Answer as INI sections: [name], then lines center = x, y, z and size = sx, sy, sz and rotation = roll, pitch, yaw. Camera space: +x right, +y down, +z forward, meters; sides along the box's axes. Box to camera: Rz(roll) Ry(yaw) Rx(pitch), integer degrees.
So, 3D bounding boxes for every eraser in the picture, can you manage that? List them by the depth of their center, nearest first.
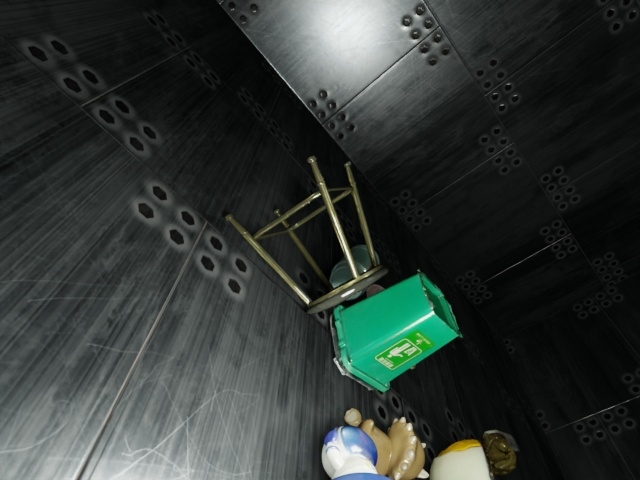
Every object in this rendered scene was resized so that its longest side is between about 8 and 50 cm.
[eraser]
center = 0.956, 1.056, 2.263
size = 0.351, 0.061, 0.089
rotation = 35, 28, -42

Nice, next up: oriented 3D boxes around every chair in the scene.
[chair]
center = 0.000, 0.000, 1.425
size = 0.411, 0.361, 0.364
rotation = 61, 22, 5

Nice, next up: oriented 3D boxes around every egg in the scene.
[egg]
center = 0.454, 0.809, 1.380
size = 0.337, 0.200, 0.338
rotation = -10, 90, -77

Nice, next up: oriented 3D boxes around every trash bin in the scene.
[trash bin]
center = 0.240, 0.286, 1.449
size = 0.259, 0.381, 0.295
rotation = 41, 25, -34

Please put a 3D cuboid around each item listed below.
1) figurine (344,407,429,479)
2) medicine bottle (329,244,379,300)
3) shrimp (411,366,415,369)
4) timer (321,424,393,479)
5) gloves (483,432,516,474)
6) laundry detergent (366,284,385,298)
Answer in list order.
[figurine]
center = 0.193, 0.577, 1.212
size = 0.247, 0.172, 0.177
rotation = 55, 22, -2
[medicine bottle]
center = 0.143, 0.129, 1.783
size = 0.158, 0.158, 0.318
rotation = 55, 21, 0
[shrimp]
center = 0.414, 0.372, 1.929
size = 0.445, 0.085, 0.272
rotation = -77, 164, -49
[timer]
center = 0.076, 0.559, 0.950
size = 0.270, 0.270, 0.384
rotation = 50, 8, -13
[gloves]
center = 0.795, 0.970, 1.936
size = 0.141, 0.154, 0.331
rotation = 59, 15, 14
[laundry detergent]
center = 0.289, 0.284, 1.850
size = 0.159, 0.087, 0.335
rotation = 50, 3, 28
